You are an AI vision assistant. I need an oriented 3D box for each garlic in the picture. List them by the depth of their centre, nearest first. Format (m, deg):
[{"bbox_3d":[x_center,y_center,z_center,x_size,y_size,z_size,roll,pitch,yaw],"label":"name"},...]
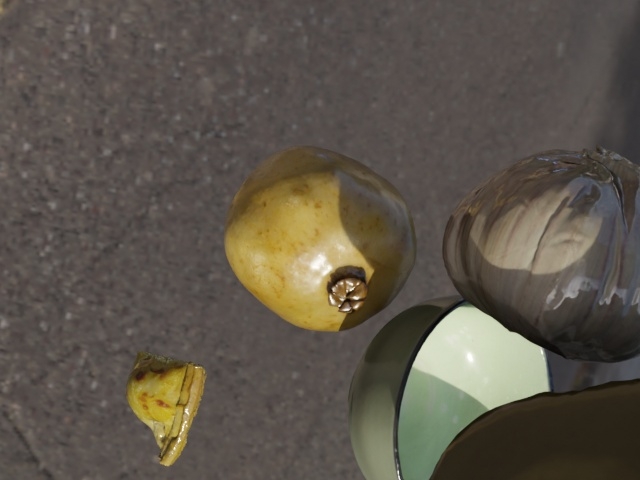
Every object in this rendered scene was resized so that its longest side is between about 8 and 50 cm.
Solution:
[{"bbox_3d":[0.318,0.009,1.475,0.317,0.317,0.259,-2,120,-63],"label":"garlic"}]

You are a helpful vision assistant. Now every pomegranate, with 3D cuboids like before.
[{"bbox_3d":[-0.003,-0.003,1.763,0.307,0.307,0.307,-33,129,-55],"label":"pomegranate"}]

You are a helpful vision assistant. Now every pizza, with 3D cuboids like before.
[{"bbox_3d":[-0.304,0.303,2.154,0.080,0.188,0.204,8,95,-47],"label":"pizza"}]

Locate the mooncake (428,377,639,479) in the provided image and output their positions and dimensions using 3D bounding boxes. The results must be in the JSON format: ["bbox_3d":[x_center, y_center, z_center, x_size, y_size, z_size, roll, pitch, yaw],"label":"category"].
[{"bbox_3d":[0.317,0.383,1.237,0.262,0.467,0.467,42,62,-47],"label":"mooncake"}]

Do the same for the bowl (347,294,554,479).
[{"bbox_3d":[0.164,0.241,1.702,0.354,0.185,0.354,-4,96,-43],"label":"bowl"}]
